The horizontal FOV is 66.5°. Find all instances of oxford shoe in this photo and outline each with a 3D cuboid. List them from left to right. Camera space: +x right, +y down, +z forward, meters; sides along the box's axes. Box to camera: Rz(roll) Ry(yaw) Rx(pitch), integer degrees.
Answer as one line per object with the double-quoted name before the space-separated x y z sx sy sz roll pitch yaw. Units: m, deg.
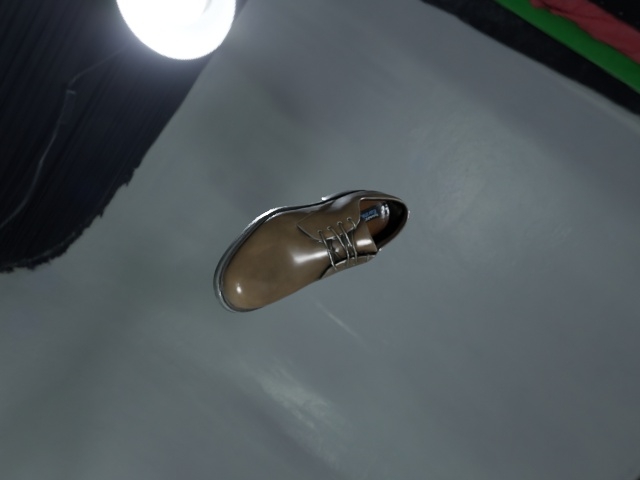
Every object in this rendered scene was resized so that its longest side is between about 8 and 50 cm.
"oxford shoe" 0.000 0.000 0.477 0.096 0.227 0.083 2 -62 53
